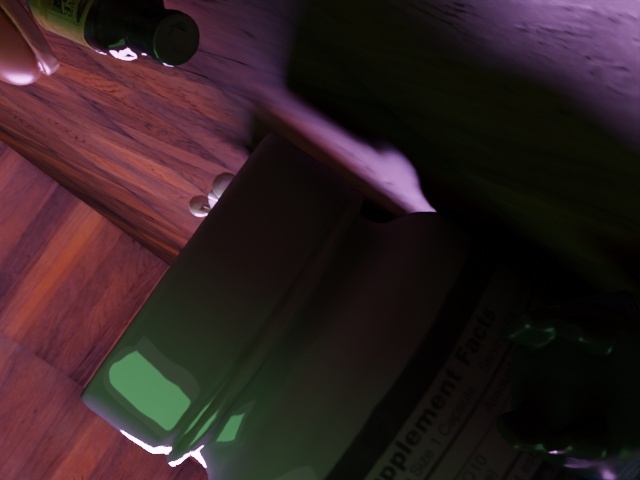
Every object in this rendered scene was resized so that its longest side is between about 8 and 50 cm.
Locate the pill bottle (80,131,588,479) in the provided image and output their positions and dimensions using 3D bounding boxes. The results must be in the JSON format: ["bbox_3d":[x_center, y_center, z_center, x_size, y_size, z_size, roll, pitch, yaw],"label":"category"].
[{"bbox_3d":[0.072,0.115,0.913,0.361,0.204,0.204,35,174,-2],"label":"pill bottle"}]

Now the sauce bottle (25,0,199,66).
[{"bbox_3d":[-0.102,-0.113,0.873,0.042,0.042,0.128,40,169,-39],"label":"sauce bottle"}]

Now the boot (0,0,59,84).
[{"bbox_3d":[-0.325,-0.126,1.100,0.283,0.220,0.109,38,173,-27],"label":"boot"}]

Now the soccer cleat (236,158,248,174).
[{"bbox_3d":[-0.039,-0.036,1.161,0.035,0.029,0.083,40,169,-4],"label":"soccer cleat"}]

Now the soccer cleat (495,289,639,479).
[{"bbox_3d":[0.182,0.070,0.659,0.121,0.093,0.289,4,-175,-28],"label":"soccer cleat"}]

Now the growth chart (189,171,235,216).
[{"bbox_3d":[0.000,0.000,1.122,0.172,0.021,0.237,20,175,-5],"label":"growth chart"}]
